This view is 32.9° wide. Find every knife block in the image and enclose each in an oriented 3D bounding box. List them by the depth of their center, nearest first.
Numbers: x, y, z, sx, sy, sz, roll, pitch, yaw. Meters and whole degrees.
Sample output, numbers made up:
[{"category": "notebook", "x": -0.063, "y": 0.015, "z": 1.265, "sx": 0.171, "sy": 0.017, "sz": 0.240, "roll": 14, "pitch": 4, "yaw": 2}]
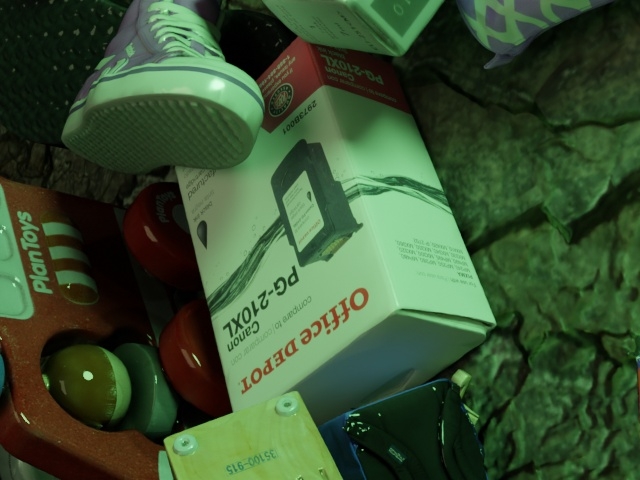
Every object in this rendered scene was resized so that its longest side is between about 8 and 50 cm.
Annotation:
[{"category": "knife block", "x": -0.019, "y": 0.227, "z": 0.668, "sx": 0.276, "sy": 0.088, "sz": 0.242, "roll": -123, "pitch": 20, "yaw": -47}]

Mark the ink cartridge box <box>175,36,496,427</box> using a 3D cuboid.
[{"category": "ink cartridge box", "x": 0.000, "y": 0.000, "z": 0.784, "sx": 0.172, "sy": 0.100, "sz": 0.237, "roll": -41, "pitch": 52, "yaw": 34}]

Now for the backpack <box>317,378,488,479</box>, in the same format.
[{"category": "backpack", "x": 0.055, "y": 0.161, "z": 0.684, "sx": 0.120, "sy": 0.098, "sz": 0.101, "roll": 67, "pitch": 152, "yaw": 12}]

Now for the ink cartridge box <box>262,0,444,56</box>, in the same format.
[{"category": "ink cartridge box", "x": 0.055, "y": -0.259, "z": 0.754, "sx": 0.275, "sy": 0.060, "sz": 0.239, "roll": -54, "pitch": 30, "yaw": -6}]

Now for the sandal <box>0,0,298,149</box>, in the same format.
[{"category": "sandal", "x": -0.174, "y": -0.150, "z": 1.035, "sx": 0.445, "sy": 0.107, "sz": 0.168, "roll": 19, "pitch": 93, "yaw": 36}]

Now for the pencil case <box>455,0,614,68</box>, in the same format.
[{"category": "pencil case", "x": 0.176, "y": -0.176, "z": 0.652, "sx": 0.206, "sy": 0.086, "sz": 0.088, "roll": -14, "pitch": 98, "yaw": 47}]

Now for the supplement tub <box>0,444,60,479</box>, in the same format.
[{"category": "supplement tub", "x": -0.278, "y": 0.202, "z": 1.032, "sx": 0.190, "sy": 0.117, "sz": 0.117, "roll": -12, "pitch": 72, "yaw": 46}]

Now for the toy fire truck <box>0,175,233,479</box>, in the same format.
[{"category": "toy fire truck", "x": -0.193, "y": 0.075, "z": 0.864, "sx": 0.169, "sy": 0.254, "sz": 0.302, "roll": -46, "pitch": 50, "yaw": 31}]

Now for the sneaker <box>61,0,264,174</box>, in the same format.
[{"category": "sneaker", "x": -0.108, "y": -0.140, "z": 0.812, "sx": 0.282, "sy": 0.102, "sz": 0.161, "roll": 5, "pitch": 68, "yaw": 59}]

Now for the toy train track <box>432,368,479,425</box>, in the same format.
[{"category": "toy train track", "x": 0.078, "y": 0.126, "z": 0.731, "sx": 0.048, "sy": 0.014, "sz": 0.083, "roll": 34, "pitch": 106, "yaw": 47}]

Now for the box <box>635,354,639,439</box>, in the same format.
[{"category": "box", "x": 0.284, "y": 0.172, "z": 0.367, "sx": 0.290, "sy": 0.177, "sz": 0.279, "roll": -14, "pitch": 69, "yaw": 46}]
